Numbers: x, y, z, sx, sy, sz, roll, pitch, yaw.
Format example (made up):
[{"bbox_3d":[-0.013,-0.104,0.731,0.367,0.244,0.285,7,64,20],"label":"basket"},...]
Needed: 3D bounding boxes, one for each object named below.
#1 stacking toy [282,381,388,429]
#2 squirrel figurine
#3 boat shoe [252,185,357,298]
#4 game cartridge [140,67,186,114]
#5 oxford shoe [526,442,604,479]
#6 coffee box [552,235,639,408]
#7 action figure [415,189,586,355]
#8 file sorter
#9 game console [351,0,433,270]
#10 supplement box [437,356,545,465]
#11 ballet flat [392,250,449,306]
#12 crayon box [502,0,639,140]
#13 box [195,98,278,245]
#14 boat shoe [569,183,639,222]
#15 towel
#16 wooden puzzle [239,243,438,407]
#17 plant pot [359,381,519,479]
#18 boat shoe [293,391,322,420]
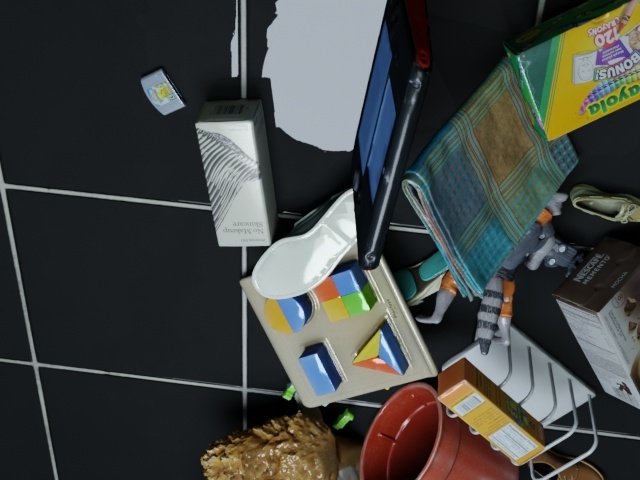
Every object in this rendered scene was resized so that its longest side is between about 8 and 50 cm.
[{"bbox_3d":[0.043,0.316,2.038,0.167,0.052,0.221,34,114,-18],"label":"stacking toy"},{"bbox_3d":[-0.121,0.532,2.125,0.371,0.281,0.397,-1,137,27],"label":"squirrel figurine"},{"bbox_3d":[0.000,0.000,1.792,0.319,0.099,0.116,-41,96,23],"label":"boat shoe"},{"bbox_3d":[-0.292,-0.273,1.711,0.056,0.017,0.083,-18,121,25],"label":"game cartridge"},{"bbox_3d":[0.556,0.534,2.126,0.212,0.076,0.076,24,124,-10],"label":"oxford shoe"},{"bbox_3d":[0.586,0.161,1.769,0.168,0.119,0.297,-43,122,-14],"label":"coffee box"},{"bbox_3d":[0.376,0.048,1.723,0.342,0.178,0.330,20,103,-12],"label":"action figure"},{"bbox_3d":[0.419,0.344,1.949,0.278,0.173,0.193,38,122,-17],"label":"file sorter"},{"bbox_3d":[0.106,-0.194,1.505,0.060,0.342,0.386,10,127,-3],"label":"game console"},{"bbox_3d":[0.333,0.333,1.802,0.233,0.078,0.080,42,118,-17],"label":"supplement box"},{"bbox_3d":[0.207,0.087,1.859,0.248,0.086,0.086,-29,117,25],"label":"ballet flat"},{"bbox_3d":[0.454,-0.297,1.491,0.279,0.081,0.165,-25,118,5],"label":"crayon box"},{"bbox_3d":[-0.153,-0.124,1.747,0.113,0.094,0.275,-2,125,9],"label":"box"},{"bbox_3d":[0.536,-0.061,1.715,0.153,0.048,0.056,19,126,-5],"label":"boat shoe"},{"bbox_3d":[0.295,-0.120,1.542,0.040,0.370,0.271,6,137,49],"label":"towel"},{"bbox_3d":[0.025,0.182,1.873,0.348,0.080,0.322,-18,105,31],"label":"wooden puzzle"},{"bbox_3d":[0.272,0.489,2.038,0.265,0.272,0.272,30,125,-23],"label":"plant pot"},{"bbox_3d":[-0.031,0.378,2.125,0.046,0.038,0.125,-25,121,3],"label":"boat shoe"}]
